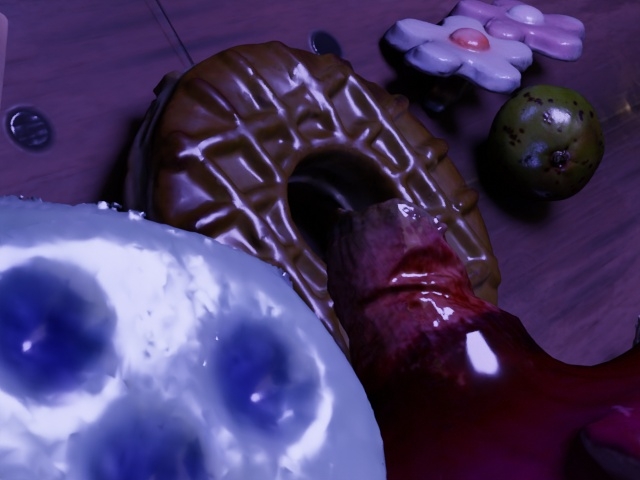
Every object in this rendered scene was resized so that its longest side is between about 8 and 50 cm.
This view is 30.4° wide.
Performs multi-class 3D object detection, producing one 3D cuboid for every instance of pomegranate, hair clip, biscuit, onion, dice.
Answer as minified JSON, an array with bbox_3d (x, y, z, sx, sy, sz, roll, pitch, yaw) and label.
[{"bbox_3d":[0.213,-0.100,1.142,0.114,0.114,0.142,35,19,-18],"label":"pomegranate"},{"bbox_3d":[0.167,-0.191,1.160,0.146,0.075,0.257,25,40,32],"label":"hair clip"},{"bbox_3d":[0.000,0.000,0.900,0.332,0.103,0.332,20,52,-29],"label":"biscuit"},{"bbox_3d":[0.115,0.168,0.715,0.420,0.398,0.398,48,43,13],"label":"onion"},{"bbox_3d":[-0.142,0.155,0.573,0.265,0.268,0.262,19,55,-31],"label":"dice"}]

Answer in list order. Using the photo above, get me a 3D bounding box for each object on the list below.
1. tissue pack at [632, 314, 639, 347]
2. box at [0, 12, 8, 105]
[{"bbox_3d":[0.428,0.260,1.027,0.375,0.195,0.390,35,52,-20],"label":"tissue pack"},{"bbox_3d":[-0.246,-0.117,0.823,0.048,0.025,0.115,17,56,-30],"label":"box"}]
